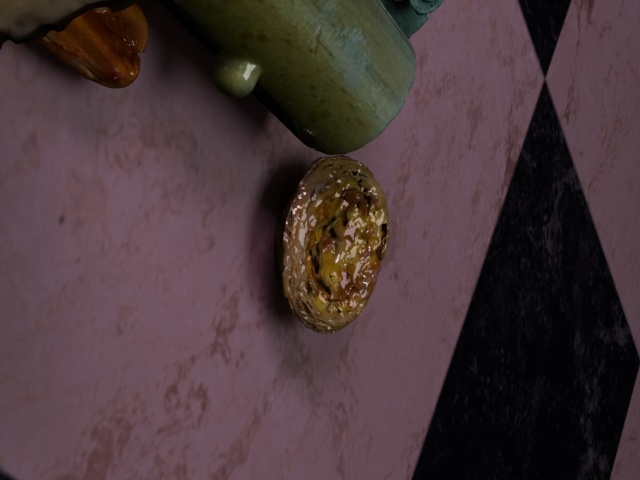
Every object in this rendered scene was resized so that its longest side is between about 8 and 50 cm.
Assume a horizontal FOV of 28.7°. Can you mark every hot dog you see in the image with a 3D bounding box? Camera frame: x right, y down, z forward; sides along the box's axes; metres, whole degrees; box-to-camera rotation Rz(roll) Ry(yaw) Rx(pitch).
[{"bbox_3d":[-0.130,-0.124,0.624,0.144,0.038,0.062,46,54,-58],"label":"hot dog"}]

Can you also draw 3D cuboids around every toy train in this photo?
[{"bbox_3d":[-0.027,-0.176,0.742,0.189,0.126,0.307,-58,149,-5],"label":"toy train"}]

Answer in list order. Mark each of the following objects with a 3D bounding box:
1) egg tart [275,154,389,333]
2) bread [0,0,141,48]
[{"bbox_3d":[0.000,0.000,0.884,0.129,0.049,0.129,-17,111,-53],"label":"egg tart"},{"bbox_3d":[-0.150,-0.153,0.375,0.236,0.198,0.263,-42,139,-2],"label":"bread"}]
